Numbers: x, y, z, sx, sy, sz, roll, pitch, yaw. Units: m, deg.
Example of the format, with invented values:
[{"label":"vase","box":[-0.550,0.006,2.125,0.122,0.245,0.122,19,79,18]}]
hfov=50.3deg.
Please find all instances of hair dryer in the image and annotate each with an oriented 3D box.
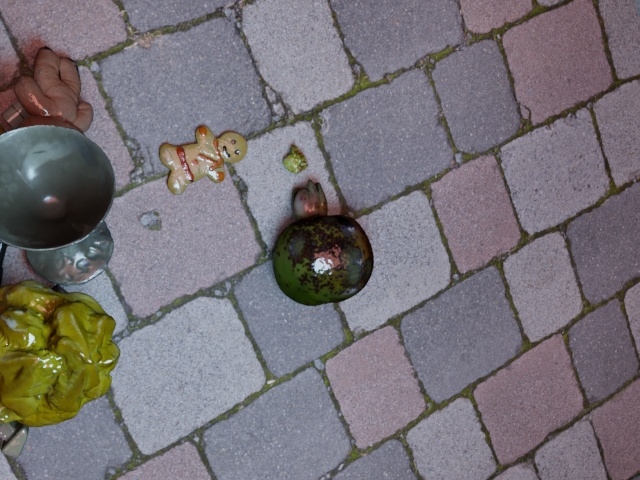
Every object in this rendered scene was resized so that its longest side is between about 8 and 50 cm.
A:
[{"label":"hair dryer","box":[-0.676,-0.270,1.614,0.082,0.047,0.137,-44,115,-13]}]

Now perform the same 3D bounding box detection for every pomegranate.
[{"label":"pomegranate","box":[0.000,0.000,1.812,0.284,0.285,0.341,-6,75,-21]}]

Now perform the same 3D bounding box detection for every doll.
[{"label":"doll","box":[-0.622,-0.288,1.562,0.201,0.156,0.304,19,54,-48]}]

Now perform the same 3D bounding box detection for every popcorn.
[{"label":"popcorn","box":[-0.069,-0.221,1.856,0.068,0.059,0.083,-5,89,-22]}]

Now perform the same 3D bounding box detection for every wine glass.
[{"label":"wine glass","box":[-0.564,-0.050,1.464,0.267,0.406,0.267,4,73,-12]}]

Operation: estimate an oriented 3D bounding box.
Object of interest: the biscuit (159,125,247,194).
[{"label":"biscuit","box":[-0.300,-0.219,1.779,0.234,0.030,0.153,-20,104,-19]}]

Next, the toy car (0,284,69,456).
[{"label":"toy car","box":[-0.661,0.289,1.568,0.336,0.242,0.226,-45,107,-11]}]

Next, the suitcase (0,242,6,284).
[{"label":"suitcase","box":[-0.830,0.079,1.538,0.202,0.128,0.312,13,90,-23]}]

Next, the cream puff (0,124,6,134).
[{"label":"cream puff","box":[-0.767,-0.229,1.535,0.121,0.156,0.156,-14,102,13]}]

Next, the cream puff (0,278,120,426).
[{"label":"cream puff","box":[-0.566,0.238,1.341,0.324,0.257,0.291,18,87,-21]}]
